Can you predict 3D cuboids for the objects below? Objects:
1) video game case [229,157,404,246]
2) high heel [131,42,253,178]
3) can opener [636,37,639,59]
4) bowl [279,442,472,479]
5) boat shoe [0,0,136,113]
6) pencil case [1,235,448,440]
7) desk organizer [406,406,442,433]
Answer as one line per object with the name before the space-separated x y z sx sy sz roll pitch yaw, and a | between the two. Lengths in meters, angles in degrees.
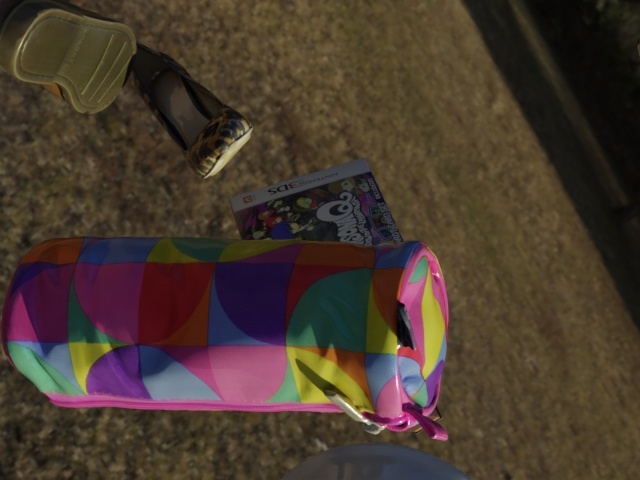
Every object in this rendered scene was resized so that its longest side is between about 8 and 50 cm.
video game case | 0.000 0.000 1.416 0.041 0.210 0.232 78 -7 -50
high heel | -0.179 -0.171 1.264 0.186 0.093 0.261 44 1 -14
can opener | 0.324 -0.175 0.954 0.186 0.059 0.073 -77 160 -73
bowl | 0.052 0.364 1.018 0.298 0.298 0.134 55 15 0
boat shoe | -0.288 -0.217 1.087 0.104 0.110 0.307 31 0 7
pencil case | -0.047 0.047 0.539 0.104 0.236 0.104 1 90 -70
desk organizer | 0.113 0.199 1.418 0.050 0.047 0.130 18 41 -54
